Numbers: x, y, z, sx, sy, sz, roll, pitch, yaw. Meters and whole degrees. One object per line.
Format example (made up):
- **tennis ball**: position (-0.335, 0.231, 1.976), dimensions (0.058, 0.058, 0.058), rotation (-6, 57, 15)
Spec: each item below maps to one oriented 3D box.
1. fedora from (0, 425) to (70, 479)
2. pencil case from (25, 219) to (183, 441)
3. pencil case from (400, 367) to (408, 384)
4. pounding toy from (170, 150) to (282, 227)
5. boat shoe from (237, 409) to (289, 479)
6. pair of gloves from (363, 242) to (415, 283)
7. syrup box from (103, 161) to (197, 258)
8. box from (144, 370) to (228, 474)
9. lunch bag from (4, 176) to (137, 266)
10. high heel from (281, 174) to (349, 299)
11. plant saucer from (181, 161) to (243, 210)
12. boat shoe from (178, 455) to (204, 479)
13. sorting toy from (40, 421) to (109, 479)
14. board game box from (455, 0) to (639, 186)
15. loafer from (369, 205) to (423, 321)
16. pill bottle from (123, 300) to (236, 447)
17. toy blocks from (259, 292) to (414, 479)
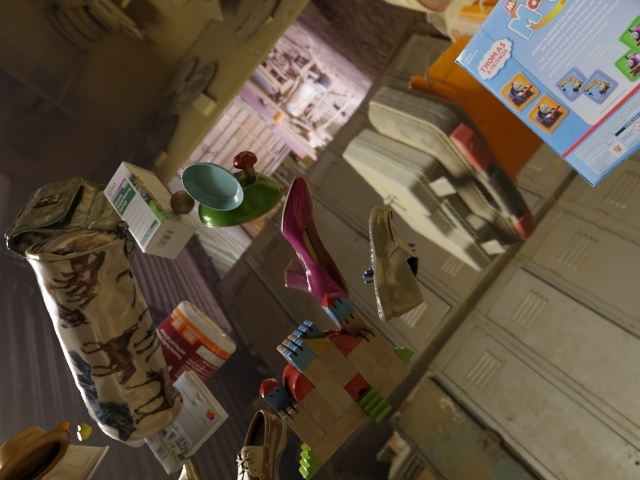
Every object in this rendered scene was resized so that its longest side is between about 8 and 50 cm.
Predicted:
- **fedora**: position (-0.676, 0.492, 1.189), dimensions (0.079, 0.194, 0.194), rotation (38, -178, 20)
- **pencil case**: position (-0.379, 0.171, 0.960), dimensions (0.183, 0.159, 0.411), rotation (-49, -48, -59)
- **pencil case**: position (0.216, 0.453, 1.674), dimensions (0.064, 0.152, 0.070), rotation (20, -142, -24)
- **pounding toy**: position (-0.201, -0.123, 1.094), dimensions (0.236, 0.183, 0.110), rotation (11, 129, 37)
- **boat shoe**: position (-0.184, 0.625, 1.457), dimensions (0.120, 0.122, 0.324), rotation (52, -154, -24)
- **pair of gloves**: position (0.226, 0.075, 1.721), dimensions (0.159, 0.198, 0.023), rotation (13, -144, -49)
- **syrup box**: position (-0.390, -0.071, 1.178), dimensions (0.237, 0.093, 0.096), rotation (45, -167, 32)
- **box**: position (-0.325, 0.422, 1.214), dimensions (0.145, 0.186, 0.038), rotation (44, -173, 21)
- **lunch bag**: position (-0.604, -0.039, 1.307), dimensions (0.286, 0.169, 0.235), rotation (15, -150, -19)
- **high heel**: position (0.000, 0.000, 1.354), dimensions (0.181, 0.127, 0.377), rotation (11, 135, 11)
- **plant saucer**: position (-0.196, -0.104, 0.961), dimensions (0.119, 0.021, 0.119), rotation (10, 142, 8)
- **boat shoe**: position (-0.424, 0.764, 1.676), dimensions (0.068, 0.072, 0.190), rotation (-130, 27, -66)
- **sorting toy**: position (-0.719, 0.614, 1.446), dimensions (0.228, 0.041, 0.307), rotation (2, -165, -1)
- **board game box**: position (0.268, -0.185, 0.540), dimensions (0.211, 0.160, 0.039), rotation (47, -133, 11)
- **loafer**: position (0.146, 0.040, 1.020), dimensions (0.102, 0.092, 0.269), rotation (81, -174, -50)
- **pill bottle**: position (-0.459, 0.392, 1.541), dimensions (0.224, 0.392, 0.224), rotation (40, 170, 9)
- **toy blocks**: position (0.014, 0.301, 1.194), dimensions (0.261, 0.381, 0.190), rotation (51, 165, -13)
